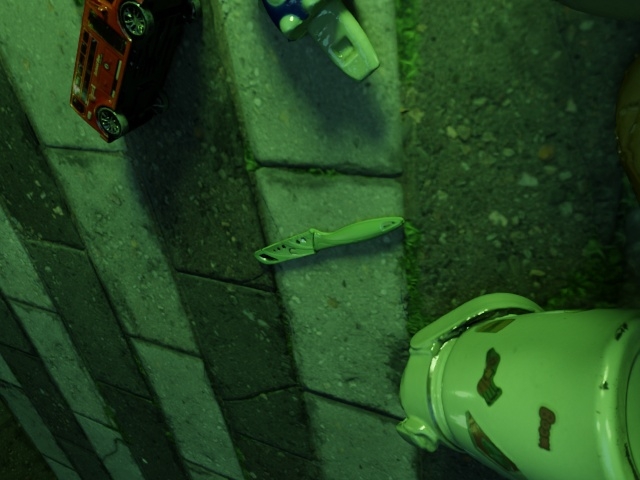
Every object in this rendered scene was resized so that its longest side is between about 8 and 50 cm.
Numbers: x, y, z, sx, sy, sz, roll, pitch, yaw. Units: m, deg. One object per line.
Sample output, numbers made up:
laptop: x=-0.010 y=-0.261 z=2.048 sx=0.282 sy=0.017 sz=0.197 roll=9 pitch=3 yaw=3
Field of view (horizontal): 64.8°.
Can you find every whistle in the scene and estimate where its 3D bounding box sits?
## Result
whistle: x=-0.024 y=-0.275 z=0.540 sx=0.110 sy=0.092 sz=0.244 roll=-31 pitch=101 yaw=37

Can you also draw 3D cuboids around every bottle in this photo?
bottle: x=0.247 y=0.184 z=0.620 sx=0.229 sy=0.229 sz=0.351 roll=53 pitch=152 yaw=-12

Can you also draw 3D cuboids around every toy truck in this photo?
toy truck: x=-0.263 y=-0.259 z=0.688 sx=0.114 sy=0.107 sz=0.253 roll=39 pitch=134 yaw=0

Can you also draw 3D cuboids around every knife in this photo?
knife: x=0.001 y=-0.001 z=0.773 sx=0.293 sy=0.020 sz=0.043 roll=-17 pitch=114 yaw=39

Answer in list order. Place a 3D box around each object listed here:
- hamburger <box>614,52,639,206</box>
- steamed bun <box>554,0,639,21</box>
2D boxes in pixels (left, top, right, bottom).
hamburger: x=0.365 y=-0.040 z=0.428 sx=0.155 sy=0.245 sz=0.283 roll=-20 pitch=66 yaw=45
steamed bun: x=0.212 y=-0.280 z=0.237 sx=0.206 sy=0.324 sz=0.325 roll=5 pitch=125 yaw=44
